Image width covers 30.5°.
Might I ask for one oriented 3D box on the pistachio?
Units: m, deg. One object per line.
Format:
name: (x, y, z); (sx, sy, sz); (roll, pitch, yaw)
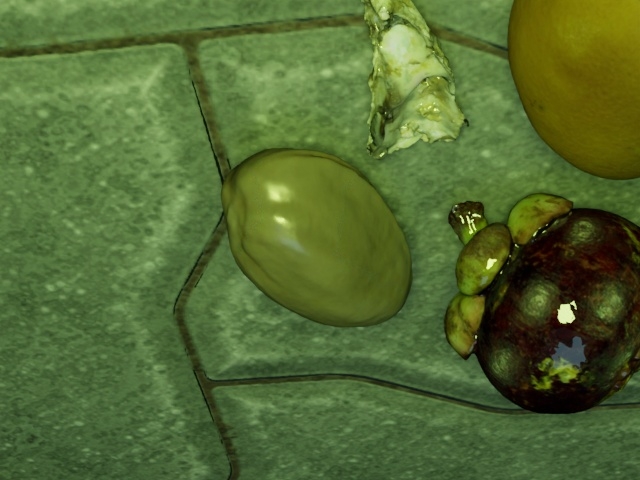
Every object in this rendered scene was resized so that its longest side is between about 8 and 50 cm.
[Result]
pistachio: (0.000, 0.000, 1.028); (0.136, 0.135, 0.226); (-23, 140, 27)

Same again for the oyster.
oyster: (0.071, -0.132, 0.932); (0.106, 0.061, 0.200); (-9, 145, -15)

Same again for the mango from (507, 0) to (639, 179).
mango: (0.218, -0.143, 0.829); (0.175, 0.139, 0.254); (38, 146, 3)

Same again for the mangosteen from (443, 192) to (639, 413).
mangosteen: (0.198, 0.044, 1.046); (0.217, 0.192, 0.192); (39, 141, 16)
